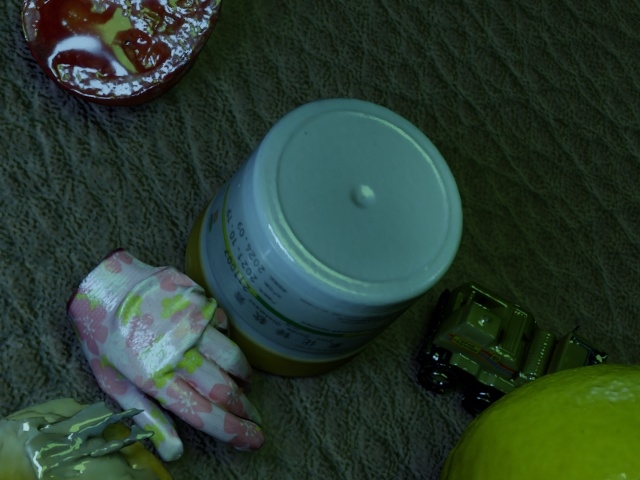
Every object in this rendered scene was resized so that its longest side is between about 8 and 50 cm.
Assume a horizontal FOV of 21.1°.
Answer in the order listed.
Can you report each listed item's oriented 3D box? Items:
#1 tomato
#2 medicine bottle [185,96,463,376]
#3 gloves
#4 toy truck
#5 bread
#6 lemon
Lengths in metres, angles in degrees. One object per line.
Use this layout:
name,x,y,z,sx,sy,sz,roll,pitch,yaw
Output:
tomato,-0.211,-0.260,1.913,0.200,0.139,0.233,37,91,3
medicine bottle,0.000,0.000,1.828,0.238,0.232,0.238,9,64,-19
gloves,-0.147,0.125,1.768,0.241,0.126,0.145,40,61,8
toy truck,0.244,0.145,1.938,0.257,0.127,0.127,32,56,-12
bread,-0.187,0.332,1.583,0.183,0.236,0.389,-12,76,-46
lemon,0.277,0.289,1.758,0.364,0.364,0.364,10,63,-20
